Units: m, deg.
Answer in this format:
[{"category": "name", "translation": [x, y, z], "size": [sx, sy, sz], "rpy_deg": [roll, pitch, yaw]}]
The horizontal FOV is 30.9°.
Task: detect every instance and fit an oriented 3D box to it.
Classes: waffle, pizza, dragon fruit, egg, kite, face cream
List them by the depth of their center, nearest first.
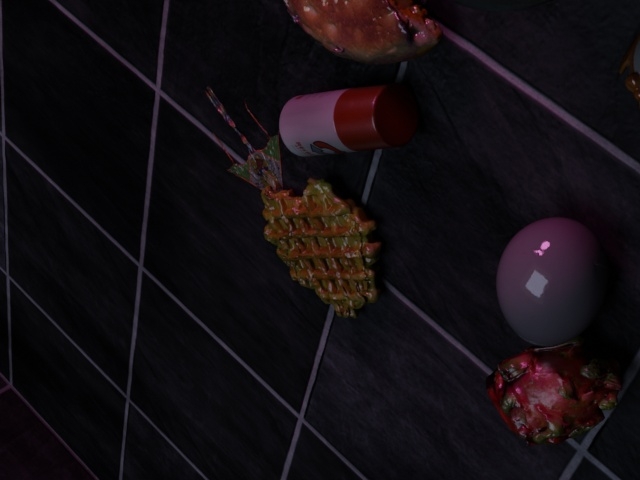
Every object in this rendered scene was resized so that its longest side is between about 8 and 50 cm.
[{"category": "egg", "translation": [0.307, 0.057, 1.547], "size": [0.146, 0.146, 0.199], "rpy_deg": [37, 146, 26]}, {"category": "pizza", "translation": [0.054, -0.328, 1.611], "size": [0.305, 0.085, 0.161], "rpy_deg": [32, 133, 39]}, {"category": "dragon fruit", "translation": [0.332, 0.203, 1.623], "size": [0.172, 0.166, 0.160], "rpy_deg": [-34, 45, 26]}, {"category": "face cream", "translation": [0.040, -0.179, 1.733], "size": [0.214, 0.096, 0.096], "rpy_deg": [0, 116, 50]}, {"category": "waffle", "translation": [0.002, -0.001, 1.954], "size": [0.291, 0.051, 0.291], "rpy_deg": [32, 138, 34]}, {"category": "kite", "translation": [-0.130, -0.170, 2.021], "size": [0.244, 0.006, 0.198], "rpy_deg": [57, 145, 2]}]

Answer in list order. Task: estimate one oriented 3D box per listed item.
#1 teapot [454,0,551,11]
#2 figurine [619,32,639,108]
[{"category": "teapot", "translation": [0.210, -0.435, 1.211], "size": [0.305, 0.223, 0.285], "rpy_deg": [-49, 50, 51]}, {"category": "figurine", "translation": [0.390, -0.189, 1.224], "size": [0.143, 0.143, 0.271], "rpy_deg": [46, -174, 16]}]
